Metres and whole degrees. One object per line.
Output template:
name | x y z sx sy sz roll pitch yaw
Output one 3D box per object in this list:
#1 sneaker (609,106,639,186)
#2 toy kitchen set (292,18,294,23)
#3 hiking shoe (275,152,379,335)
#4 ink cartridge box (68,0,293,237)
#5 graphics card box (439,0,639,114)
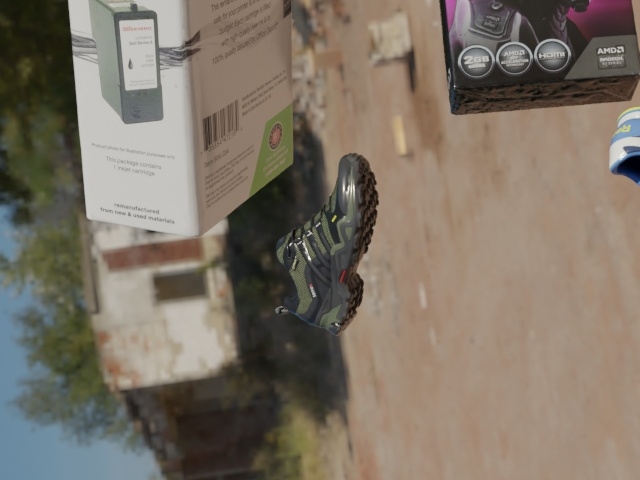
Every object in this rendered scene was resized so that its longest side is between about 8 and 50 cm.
sneaker | 0.289 -0.047 1.079 0.059 0.144 0.053 -56 -12 -35
toy kitchen set | -0.078 -0.202 1.317 0.075 0.083 0.068 -56 -4 11
hiking shoe | 0.000 0.000 1.662 0.086 0.114 0.227 -34 -44 -69
ink cartridge box | -0.113 -0.168 1.178 0.198 0.114 0.273 -42 -43 -57
graphics card box | 0.260 -0.347 1.725 0.094 0.232 0.371 82 -175 -74
